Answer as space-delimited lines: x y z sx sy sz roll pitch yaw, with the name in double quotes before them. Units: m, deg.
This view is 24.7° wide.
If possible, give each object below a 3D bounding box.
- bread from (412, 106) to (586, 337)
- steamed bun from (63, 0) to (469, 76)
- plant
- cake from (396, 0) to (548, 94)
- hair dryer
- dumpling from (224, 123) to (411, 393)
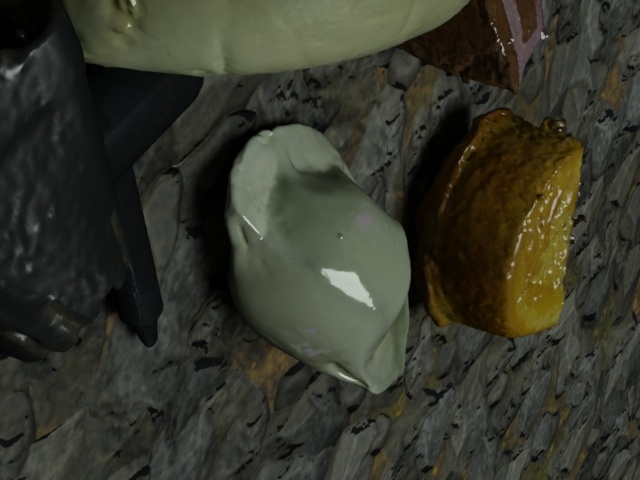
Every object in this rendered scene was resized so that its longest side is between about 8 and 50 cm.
"bread" 0.165 -0.003 1.387 0.139 0.143 0.229 -31 131 -49
"steamed bun" -0.032 -0.228 0.789 0.273 0.272 0.290 -42 137 -39
"plant" -0.198 -0.050 0.735 0.164 0.142 0.256 -54 137 -27
"cake" 0.103 -0.268 1.196 0.116 0.113 0.295 -47 133 -44
"hair dryer" -0.127 -0.022 0.982 0.128 0.070 0.255 -51 154 -31
"dumpling" 0.000 0.000 1.162 0.252 0.131 0.179 45 47 -37
